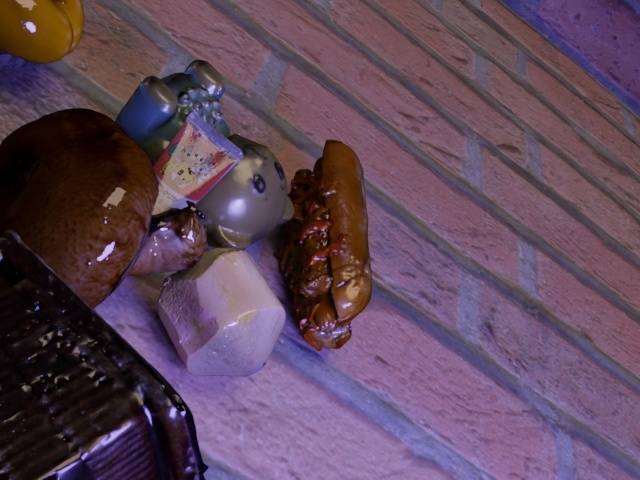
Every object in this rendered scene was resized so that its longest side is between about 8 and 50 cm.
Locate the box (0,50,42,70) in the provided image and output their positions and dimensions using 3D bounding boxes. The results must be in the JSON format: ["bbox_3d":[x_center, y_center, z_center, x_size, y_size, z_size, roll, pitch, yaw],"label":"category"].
[{"bbox_3d":[-0.467,-0.257,1.233,0.055,0.039,0.218,54,34,11],"label":"box"}]

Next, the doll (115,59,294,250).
[{"bbox_3d":[-0.159,-0.105,1.289,0.260,0.161,0.177,47,35,3],"label":"doll"}]

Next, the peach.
[{"bbox_3d":[-0.396,-0.319,1.232,0.179,0.103,0.179,38,33,-31],"label":"peach"}]

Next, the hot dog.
[{"bbox_3d":[0.000,0.000,1.364,0.117,0.158,0.348,12,46,-14],"label":"hot dog"}]

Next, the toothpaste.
[{"bbox_3d":[-0.202,-0.053,1.169,0.089,0.057,0.234,39,71,-6],"label":"toothpaste"}]

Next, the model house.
[{"bbox_3d":[-0.286,0.216,0.792,0.297,0.317,0.282,28,48,30],"label":"model house"}]

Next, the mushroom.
[{"bbox_3d":[-0.271,-0.007,0.999,0.254,0.267,0.267,47,32,-14],"label":"mushroom"}]

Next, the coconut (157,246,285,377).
[{"bbox_3d":[-0.117,0.099,1.132,0.147,0.147,0.152,-2,54,-48],"label":"coconut"}]
